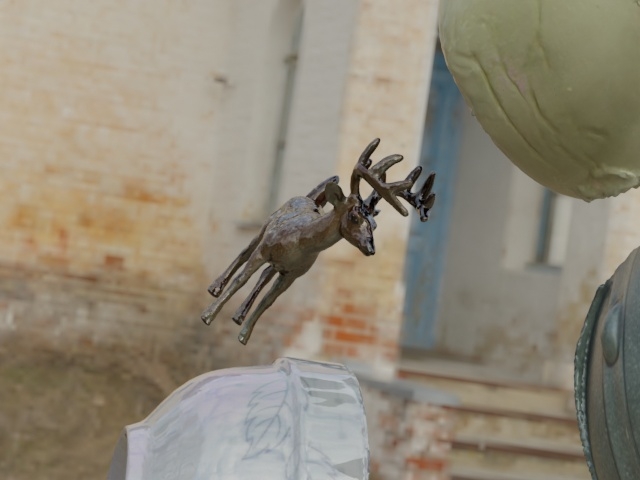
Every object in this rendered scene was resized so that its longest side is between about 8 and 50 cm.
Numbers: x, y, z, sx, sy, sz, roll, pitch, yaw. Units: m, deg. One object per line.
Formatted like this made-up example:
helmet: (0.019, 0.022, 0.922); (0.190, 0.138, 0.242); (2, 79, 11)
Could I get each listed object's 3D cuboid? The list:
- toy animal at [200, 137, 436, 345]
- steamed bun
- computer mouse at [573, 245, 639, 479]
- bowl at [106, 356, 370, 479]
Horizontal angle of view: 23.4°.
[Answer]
toy animal: (-0.014, -0.012, 1.522); (0.087, 0.260, 0.243); (40, 8, -21)
steamed bun: (0.283, -0.225, 1.452); (0.312, 0.334, 0.233); (42, -28, -24)
computer mouse: (0.306, 0.178, 1.307); (0.114, 0.374, 0.203); (-12, -24, -22)
bowl: (-0.075, 0.213, 1.037); (0.144, 0.287, 0.287); (11, -2, -12)
